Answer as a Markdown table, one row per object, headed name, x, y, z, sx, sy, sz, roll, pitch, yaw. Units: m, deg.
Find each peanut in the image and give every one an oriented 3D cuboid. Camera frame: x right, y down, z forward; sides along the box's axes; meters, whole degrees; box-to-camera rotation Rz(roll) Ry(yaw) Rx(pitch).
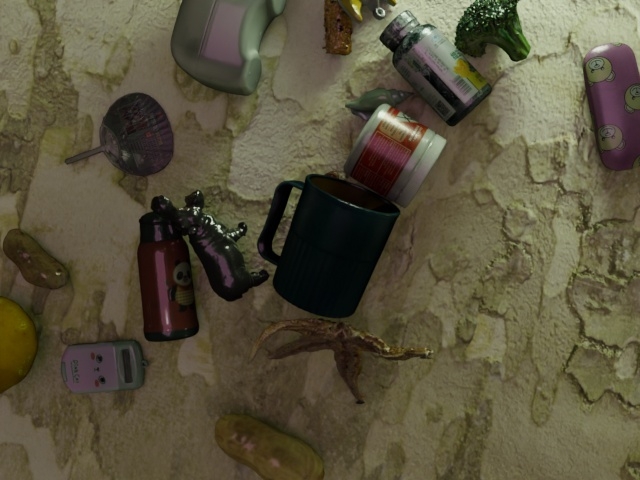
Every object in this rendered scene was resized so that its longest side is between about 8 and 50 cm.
| name | x | y | z | sx | sy | sz | roll | pitch | yaw |
| --- | --- | --- | --- | --- | --- | --- | --- | --- | --- |
| peanut | -0.135 | 0.554 | 1.722 | 0.319 | 0.147 | 0.147 | 29 | 95 | 4 |
| peanut | -0.779 | 0.056 | 1.782 | 0.099 | 0.099 | 0.214 | -43 | 91 | 6 |

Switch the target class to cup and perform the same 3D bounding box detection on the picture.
| name | x | y | z | sx | sy | sz | roll | pitch | yaw |
| --- | --- | --- | --- | --- | --- | --- | --- | --- | --- |
| cup | 0.002 | 0.006 | 1.611 | 0.308 | 0.242 | 0.292 | 19 | 107 | -3 |

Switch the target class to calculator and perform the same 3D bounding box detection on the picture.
| name | x | y | z | sx | sy | sz | roll | pitch | yaw |
| --- | --- | --- | --- | --- | --- | --- | --- | --- | --- |
| calculator | -0.592 | 0.346 | 1.804 | 0.246 | 0.045 | 0.141 | -4 | 93 | 5 |

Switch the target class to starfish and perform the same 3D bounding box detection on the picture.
| name | x | y | z | sx | sy | sz | roll | pitch | yaw |
| --- | --- | --- | --- | --- | --- | --- | --- | --- | --- |
| starfish | 0.027 | 0.284 | 1.607 | 0.398 | 0.383 | 0.132 | 11 | 54 | -5 |

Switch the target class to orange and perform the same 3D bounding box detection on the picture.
| name | x | y | z | sx | sy | sz | roll | pitch | yaw |
| --- | --- | --- | --- | --- | --- | --- | --- | --- | --- |
| orange | -0.895 | 0.278 | 1.734 | 0.279 | 0.235 | 0.279 | 0 | 93 | -3 |

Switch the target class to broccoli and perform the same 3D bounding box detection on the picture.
| name | x | y | z | sx | sy | sz | roll | pitch | yaw |
| --- | --- | --- | --- | --- | --- | --- | --- | --- | --- |
| broccoli | 0.436 | -0.514 | 1.607 | 0.220 | 0.194 | 0.194 | -29 | 90 | 45 |

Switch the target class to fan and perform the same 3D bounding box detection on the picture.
| name | x | y | z | sx | sy | sz | roll | pitch | yaw |
| --- | --- | --- | --- | --- | --- | --- | --- | --- | --- |
| fan | -0.538 | -0.295 | 1.779 | 0.294 | 0.012 | 0.223 | 9 | 94 | 4 |

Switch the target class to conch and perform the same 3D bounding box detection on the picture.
| name | x | y | z | sx | sy | sz | roll | pitch | yaw |
| --- | --- | --- | --- | --- | --- | --- | --- | --- | --- |
| conch | 0.156 | -0.353 | 1.695 | 0.180 | 0.088 | 0.065 | -11 | 49 | 12 |

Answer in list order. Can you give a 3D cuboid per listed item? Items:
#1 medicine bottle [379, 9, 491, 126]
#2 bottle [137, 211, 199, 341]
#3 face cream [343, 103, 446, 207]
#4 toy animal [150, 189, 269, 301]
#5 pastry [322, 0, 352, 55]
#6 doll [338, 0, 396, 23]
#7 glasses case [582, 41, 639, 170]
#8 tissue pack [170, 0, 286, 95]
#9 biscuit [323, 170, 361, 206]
| name | x | y | z | sx | sy | sz | roll | pitch | yaw |
| --- | --- | --- | --- | --- | --- | --- | --- | --- | --- |
| medicine bottle | 0.279 | -0.432 | 1.633 | 0.141 | 0.141 | 0.293 | -44 | 89 | 6 |
| bottle | -0.410 | 0.090 | 1.724 | 0.144 | 0.144 | 0.336 | -7 | 92 | 6 |
| face cream | 0.182 | -0.210 | 1.623 | 0.187 | 0.201 | 0.201 | 31 | 95 | 3 |
| toy animal | -0.279 | -0.004 | 1.693 | 0.168 | 0.106 | 0.343 | -43 | 101 | -33 |
| pastry | 0.045 | -0.548 | 1.692 | 0.080 | 0.056 | 0.140 | 4 | 97 | 6 |
| doll | 0.063 | -0.684 | 1.660 | 0.316 | 0.145 | 0.103 | 50 | 122 | 6 |
| glasses case | 0.736 | -0.331 | 1.629 | 0.123 | 0.076 | 0.316 | -12 | 92 | 6 |
| tissue pack | -0.238 | -0.546 | 1.629 | 0.236 | 0.229 | 0.333 | 20 | 95 | 2 |
| biscuit | 0.051 | -0.073 | 1.726 | 0.138 | 0.031 | 0.205 | -42 | 89 | 15 |
